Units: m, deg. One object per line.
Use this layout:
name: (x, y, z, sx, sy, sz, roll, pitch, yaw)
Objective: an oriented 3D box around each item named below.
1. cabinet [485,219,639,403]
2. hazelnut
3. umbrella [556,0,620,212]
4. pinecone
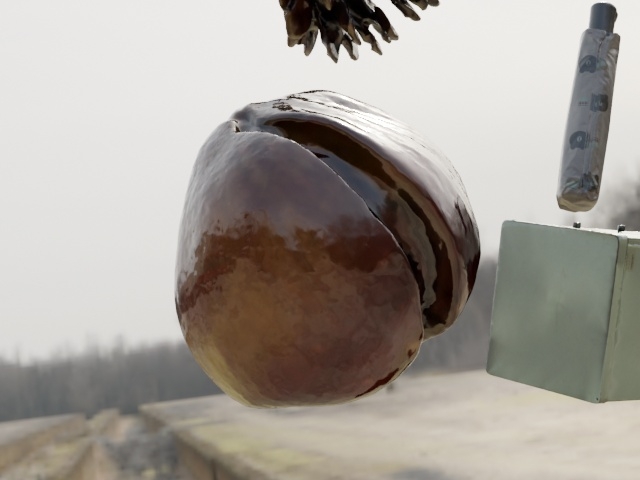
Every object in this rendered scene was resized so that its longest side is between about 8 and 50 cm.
cabinet: (0.285, 0.061, 1.206, 0.206, 0.150, 0.145, 3, 4, -35)
hazelnut: (0.000, 0.000, 0.738, 0.178, 0.178, 0.204, -13, 22, 46)
umbrella: (0.408, -0.206, 1.972, 0.067, 0.337, 0.073, 13, -17, -4)
pinecone: (0.037, -0.276, 1.287, 0.208, 0.207, 0.208, -7, -6, -1)
